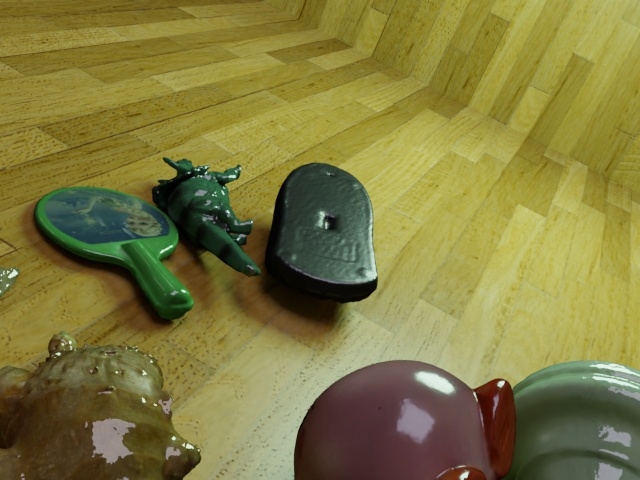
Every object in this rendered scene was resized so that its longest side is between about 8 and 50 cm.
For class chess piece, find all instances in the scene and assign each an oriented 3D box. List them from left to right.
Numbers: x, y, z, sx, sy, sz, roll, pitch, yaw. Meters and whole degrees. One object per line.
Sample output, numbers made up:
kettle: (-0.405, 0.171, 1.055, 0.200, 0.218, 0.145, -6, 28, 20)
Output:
chess piece: (0.211, 0.252, 0.628, 0.195, 0.194, 0.299, 28, 34, 7)

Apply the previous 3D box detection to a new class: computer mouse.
computer mouse: (0.000, 0.000, 1.016, 0.138, 0.086, 0.269, 12, 35, -7)

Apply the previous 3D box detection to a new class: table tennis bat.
table tennis bat: (-0.219, 0.003, 0.879, 0.160, 0.039, 0.257, -4, 35, -42)

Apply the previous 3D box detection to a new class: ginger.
ginger: (-0.173, 0.145, 0.570, 0.157, 0.102, 0.216, -12, 41, -16)

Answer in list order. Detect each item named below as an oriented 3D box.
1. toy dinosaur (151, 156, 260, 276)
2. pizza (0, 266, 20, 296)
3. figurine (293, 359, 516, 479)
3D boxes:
toy dinosaur: (-0.122, -0.027, 0.977, 0.120, 0.079, 0.292, -6, 36, -39)
pizza: (-0.367, 0.047, 0.664, 0.181, 0.034, 0.262, 33, 26, 20)
figurine: (0.060, 0.178, 0.637, 0.173, 0.173, 0.173, 20, 26, -10)
